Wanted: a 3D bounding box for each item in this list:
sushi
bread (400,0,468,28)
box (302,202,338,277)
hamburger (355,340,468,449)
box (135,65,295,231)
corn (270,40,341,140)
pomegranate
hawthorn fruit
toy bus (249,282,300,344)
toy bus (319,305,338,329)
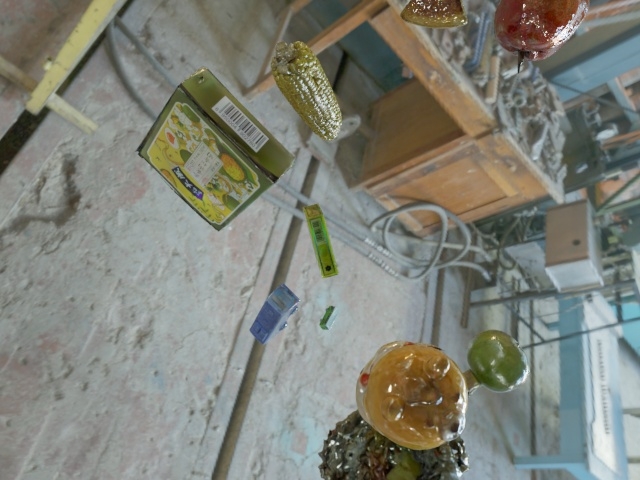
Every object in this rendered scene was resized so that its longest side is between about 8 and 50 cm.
[{"bbox_3d":[0.205,0.623,1.502,0.176,0.417,0.417,56,37,-47],"label":"sushi"},{"bbox_3d":[0.277,-0.526,1.227,0.136,0.154,0.054,44,23,13],"label":"bread"},{"bbox_3d":[-0.001,0.000,1.841,0.141,0.064,0.220,-115,-169,-70],"label":"box"},{"bbox_3d":[0.233,0.372,1.331,0.276,0.237,0.276,1,77,-6],"label":"hamburger"},{"bbox_3d":[-0.330,-0.257,1.674,0.373,0.420,0.138,45,53,-11],"label":"box"},{"bbox_3d":[-0.030,-0.371,1.380,0.322,0.119,0.119,56,35,-52],"label":"corn"},{"bbox_3d":[0.471,0.347,1.518,0.210,0.179,0.179,-34,101,-13],"label":"pomegranate"},{"bbox_3d":[0.636,-0.633,1.610,0.254,0.254,0.300,16,88,-42],"label":"hawthorn fruit"},{"bbox_3d":[-0.130,0.203,1.502,0.094,0.236,0.079,-32,74,-35],"label":"toy bus"},{"bbox_3d":[0.028,0.249,1.772,0.031,0.037,0.083,54,50,-29],"label":"toy bus"}]
